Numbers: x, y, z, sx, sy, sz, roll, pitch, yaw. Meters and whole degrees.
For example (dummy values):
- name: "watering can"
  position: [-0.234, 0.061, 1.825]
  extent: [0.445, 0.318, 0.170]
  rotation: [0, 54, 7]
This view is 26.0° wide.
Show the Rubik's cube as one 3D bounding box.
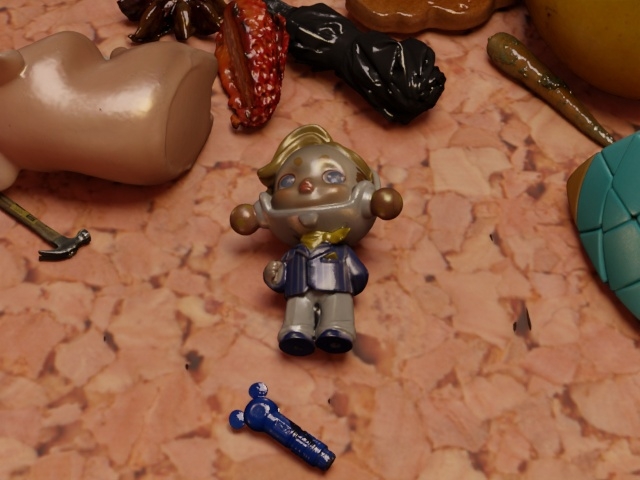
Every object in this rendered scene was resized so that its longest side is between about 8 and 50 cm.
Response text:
- name: "Rubik's cube"
  position: [0.380, -0.061, 1.616]
  extent: [0.254, 0.254, 0.254]
  rotation: [2, 48, -3]

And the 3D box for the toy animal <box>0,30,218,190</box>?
- name: "toy animal"
  position: [-0.269, -0.167, 1.671]
  extent: [0.256, 0.195, 0.213]
  rotation: [8, 31, 5]

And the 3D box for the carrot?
- name: "carrot"
  position: [0.310, -0.198, 1.851]
  extent: [0.049, 0.049, 0.254]
  rotation: [-29, 61, -27]

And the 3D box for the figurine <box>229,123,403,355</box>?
- name: "figurine"
  position: [0.010, 0.002, 1.591]
  extent: [0.194, 0.133, 0.274]
  rotation: [-26, 58, 3]

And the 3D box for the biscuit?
- name: "biscuit"
  position: [0.182, -0.377, 1.995]
  extent: [0.334, 0.047, 0.202]
  rotation: [-27, 55, -29]

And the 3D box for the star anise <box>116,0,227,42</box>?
- name: "star anise"
  position: [-0.200, -0.324, 1.906]
  extent: [0.168, 0.057, 0.168]
  rotation: [2, 49, -2]

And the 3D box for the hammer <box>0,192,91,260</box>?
- name: "hammer"
  position: [-0.359, -0.029, 1.654]
  extent: [0.182, 0.017, 0.062]
  rotation: [31, 53, 24]

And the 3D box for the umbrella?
- name: "umbrella"
  position: [0.018, -0.264, 1.843]
  extent: [0.340, 0.118, 0.118]
  rotation: [33, 53, 28]

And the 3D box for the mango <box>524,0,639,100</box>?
- name: "mango"
  position: [0.402, -0.377, 1.882]
  extent: [0.300, 0.232, 0.445]
  rotation: [5, 46, -22]

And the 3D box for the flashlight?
- name: "flashlight"
  position: [-0.036, 0.202, 1.462]
  extent: [0.121, 0.035, 0.057]
  rotation: [33, 77, 18]

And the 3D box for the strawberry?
- name: "strawberry"
  position: [-0.085, -0.227, 1.807]
  extent: [0.082, 0.121, 0.188]
  rotation: [-1, 62, -24]
